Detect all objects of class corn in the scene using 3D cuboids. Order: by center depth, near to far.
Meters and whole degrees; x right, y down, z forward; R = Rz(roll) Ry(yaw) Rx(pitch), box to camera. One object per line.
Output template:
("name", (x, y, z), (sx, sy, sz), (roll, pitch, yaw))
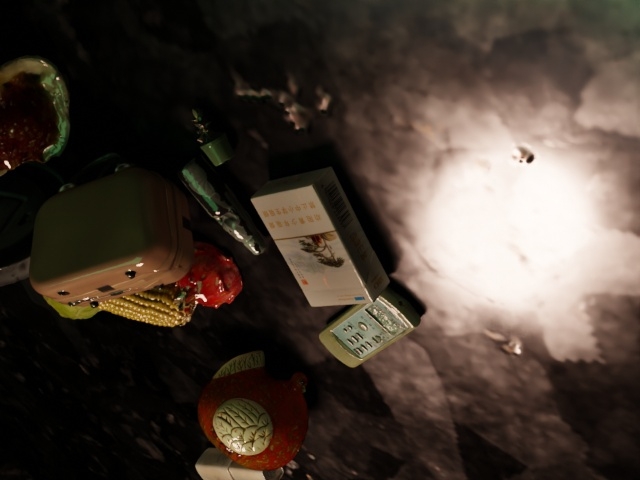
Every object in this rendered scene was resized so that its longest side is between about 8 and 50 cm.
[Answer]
("corn", (-0.409, 0.105, 1.622), (0.305, 0.106, 0.106), (16, 145, -19))

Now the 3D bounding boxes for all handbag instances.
("handbag", (-0.390, -0.033, 1.469), (0.302, 0.283, 0.149), (-17, 158, 24))

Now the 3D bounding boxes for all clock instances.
("clock", (-0.669, -0.041, 1.609), (0.325, 0.325, 0.067), (24, 143, 19))

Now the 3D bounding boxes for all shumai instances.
("shumai", (-0.617, -0.230, 1.518), (0.289, 0.291, 0.329), (-2, 142, -6))

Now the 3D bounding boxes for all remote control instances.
("remote control", (0.084, 0.159, 1.427), (0.098, 0.038, 0.233), (42, 140, -3))

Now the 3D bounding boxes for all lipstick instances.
("lipstick", (-0.207, 0.582, 2.013), (0.253, 0.079, 0.077), (-11, 117, 42))

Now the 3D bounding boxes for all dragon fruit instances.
("dragon fruit", (-0.238, 0.087, 1.557), (0.153, 0.111, 0.153), (19, 138, 18))

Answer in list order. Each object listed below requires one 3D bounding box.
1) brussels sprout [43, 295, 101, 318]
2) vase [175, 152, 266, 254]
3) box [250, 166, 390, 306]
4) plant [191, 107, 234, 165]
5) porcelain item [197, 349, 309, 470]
("brussels sprout", (-0.557, 0.075, 1.752), (0.223, 0.161, 0.223), (16, 128, 22))
("vase", (-0.170, -0.058, 1.406), (0.211, 0.060, 0.060), (51, 139, -13))
("box", (0.001, 0.001, 1.318), (0.150, 0.067, 0.233), (-6, 119, 45))
("plant", (-0.186, -0.177, 1.318), (0.051, 0.051, 0.102), (-17, 109, 46))
("porcelain item", (-0.125, 0.353, 1.669), (0.253, 0.253, 0.252), (21, 137, 22))
